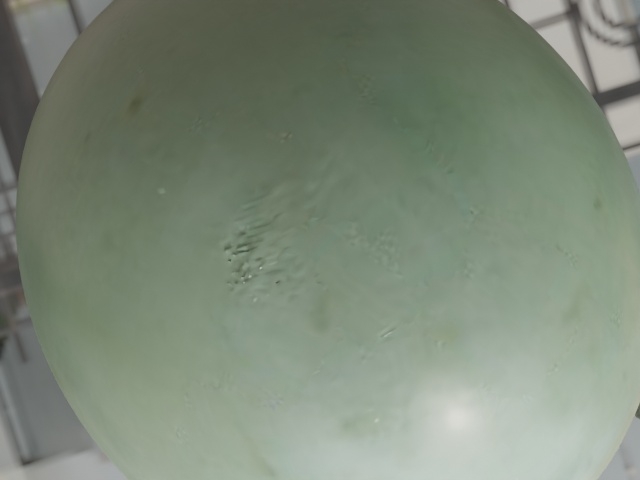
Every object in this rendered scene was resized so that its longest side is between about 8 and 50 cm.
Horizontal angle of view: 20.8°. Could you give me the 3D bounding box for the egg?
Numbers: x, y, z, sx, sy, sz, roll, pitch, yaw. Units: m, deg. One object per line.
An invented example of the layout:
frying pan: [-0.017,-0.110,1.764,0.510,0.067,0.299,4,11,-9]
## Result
egg: [0.000,0.000,0.812,0.276,0.276,0.389,-18,-149,-16]

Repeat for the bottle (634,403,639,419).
bottle: [0.282,0.020,1.003,0.254,0.079,0.096,-26,149,-8]
